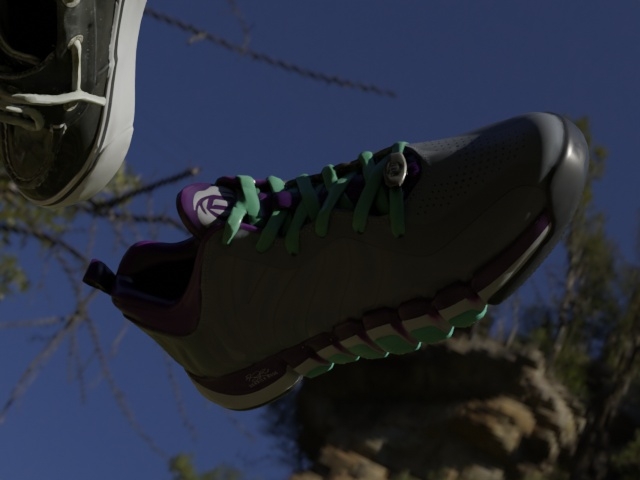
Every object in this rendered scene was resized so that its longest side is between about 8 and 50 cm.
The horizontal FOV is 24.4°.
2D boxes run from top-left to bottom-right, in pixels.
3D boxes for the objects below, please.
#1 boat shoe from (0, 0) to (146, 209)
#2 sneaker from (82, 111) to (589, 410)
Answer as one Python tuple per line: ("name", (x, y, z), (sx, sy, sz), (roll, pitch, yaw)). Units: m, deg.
("boat shoe", (-0.172, -0.125, 0.920), (0.113, 0.105, 0.306), (49, -41, 17))
("sneaker", (0.000, 0.000, 0.611), (0.224, 0.083, 0.098), (-32, -54, 33))
